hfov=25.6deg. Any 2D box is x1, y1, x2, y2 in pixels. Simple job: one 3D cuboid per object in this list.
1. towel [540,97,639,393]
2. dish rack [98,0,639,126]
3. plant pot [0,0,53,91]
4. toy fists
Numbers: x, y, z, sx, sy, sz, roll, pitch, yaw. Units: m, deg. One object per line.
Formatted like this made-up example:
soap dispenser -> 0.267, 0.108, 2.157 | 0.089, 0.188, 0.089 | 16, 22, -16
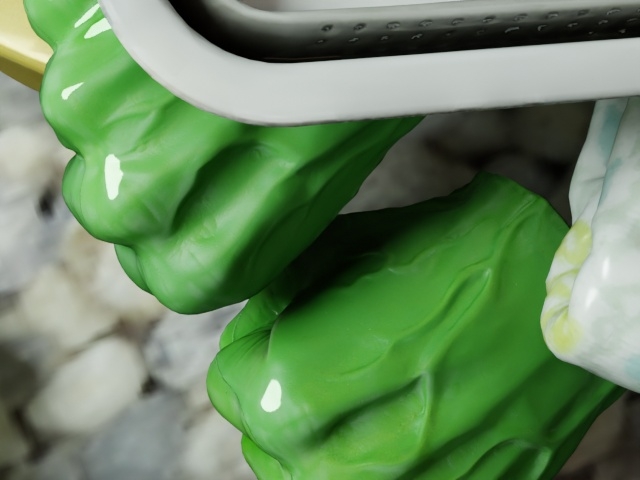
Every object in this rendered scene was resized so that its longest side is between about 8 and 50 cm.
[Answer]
towel -> 0.272, -0.073, 0.530 | 0.320, 0.090, 0.374 | 19, 67, -2
dish rack -> 0.085, -0.183, 0.415 | 0.333, 0.072, 0.285 | -6, 93, -13
plant pot -> -0.111, -0.101, 0.541 | 0.083, 0.081, 0.081 | 18, 84, 9
toy fists -> 0.000, 0.000, 0.505 | 0.142, 0.096, 0.279 | -41, 117, -19
